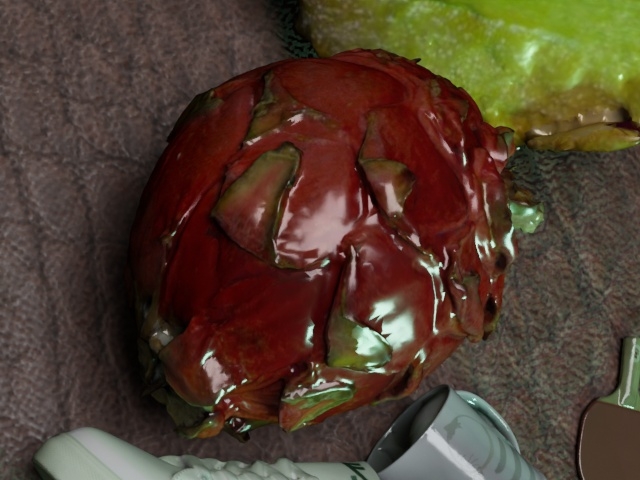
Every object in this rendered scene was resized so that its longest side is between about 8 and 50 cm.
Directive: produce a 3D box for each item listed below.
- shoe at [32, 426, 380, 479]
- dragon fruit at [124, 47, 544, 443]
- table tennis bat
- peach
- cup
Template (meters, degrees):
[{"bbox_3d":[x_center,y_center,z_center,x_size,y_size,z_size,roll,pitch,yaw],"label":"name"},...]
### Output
[{"bbox_3d":[-0.033,0.213,1.322,0.363,0.132,0.160,36,76,-16],"label":"shoe"},{"bbox_3d":[0.000,0.000,1.330,0.342,0.277,0.277,-20,85,-17],"label":"dragon fruit"},{"bbox_3d":[0.267,0.160,1.550,0.087,0.013,0.157,15,72,-18],"label":"table tennis bat"},{"bbox_3d":[0.174,-0.254,1.451,0.416,0.339,0.353,0,39,-24],"label":"peach"},{"bbox_3d":[0.124,0.181,1.428,0.133,0.099,0.136,44,64,-7],"label":"cup"}]
